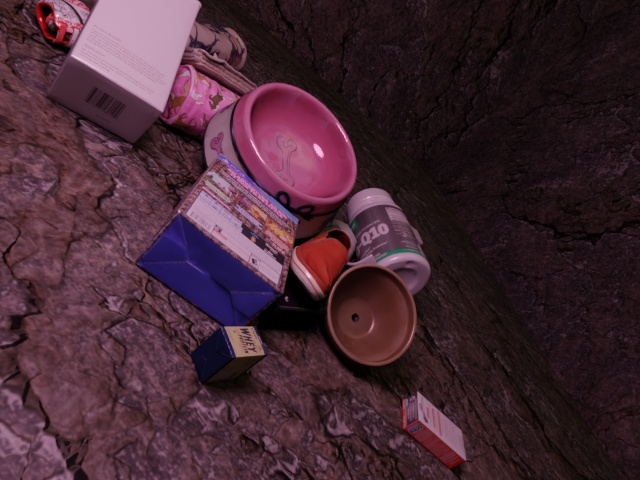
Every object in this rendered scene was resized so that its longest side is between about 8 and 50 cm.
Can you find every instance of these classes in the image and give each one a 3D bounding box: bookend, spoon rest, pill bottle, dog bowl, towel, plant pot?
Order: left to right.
[{"bbox_3d":[-0.320,-0.473,1.331,0.187,0.049,0.282,16,1,25],"label":"towel"},{"bbox_3d":[-0.085,0.110,1.030,0.156,0.072,0.157,17,38,-50],"label":"bookend"},{"bbox_3d":[-0.079,-0.214,1.194,0.407,0.150,0.409,21,55,-32],"label":"dog bowl"},{"bbox_3d":[0.079,0.022,1.413,0.137,0.084,0.276,62,-4,-29],"label":"spoon rest"},{"bbox_3d":[0.104,0.182,1.141,0.237,0.109,0.238,7,73,-22],"label":"plant pot"},{"bbox_3d":[0.203,0.003,1.535,0.204,0.204,0.361,31,28,-34],"label":"pill bottle"}]

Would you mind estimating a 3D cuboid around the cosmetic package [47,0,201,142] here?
[{"bbox_3d":[-0.414,-0.429,1.036,0.196,0.155,0.366,30,51,-33],"label":"cosmetic package"}]

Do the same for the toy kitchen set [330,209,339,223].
[{"bbox_3d":[-0.049,-0.054,1.345,0.206,0.122,0.166,13,36,-21],"label":"toy kitchen set"}]

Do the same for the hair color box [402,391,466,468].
[{"bbox_3d":[0.272,0.455,1.135,0.167,0.053,0.093,44,24,-12],"label":"hair color box"}]

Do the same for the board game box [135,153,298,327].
[{"bbox_3d":[-0.186,-0.005,0.947,0.232,0.141,0.291,40,24,-17],"label":"board game box"}]

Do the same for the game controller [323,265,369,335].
[{"bbox_3d":[0.104,0.177,1.264,0.319,0.067,0.166,45,23,-6],"label":"game controller"}]

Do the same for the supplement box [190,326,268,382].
[{"bbox_3d":[-0.150,0.187,0.780,0.083,0.083,0.056,14,41,-54],"label":"supplement box"}]

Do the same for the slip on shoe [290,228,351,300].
[{"bbox_3d":[0.009,0.041,1.087,0.123,0.101,0.331,54,16,-4],"label":"slip on shoe"}]

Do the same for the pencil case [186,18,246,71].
[{"bbox_3d":[-0.415,-0.659,1.557,0.183,0.160,0.410,41,22,9],"label":"pencil case"}]

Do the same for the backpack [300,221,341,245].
[{"bbox_3d":[0.000,0.000,1.317,0.084,0.105,0.114,49,29,23],"label":"backpack"}]

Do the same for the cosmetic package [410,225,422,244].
[{"bbox_3d":[0.279,-0.029,1.832,0.231,0.117,0.086,31,29,-32],"label":"cosmetic package"}]

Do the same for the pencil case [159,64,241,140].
[{"bbox_3d":[-0.265,-0.345,1.325,0.386,0.160,0.167,14,35,-51],"label":"pencil case"}]

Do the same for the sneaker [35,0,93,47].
[{"bbox_3d":[-0.541,-0.449,1.106,0.270,0.090,0.145,52,32,0],"label":"sneaker"}]

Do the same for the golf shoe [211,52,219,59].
[{"bbox_3d":[-0.388,-0.538,1.454,0.176,0.069,0.086,-17,97,-37],"label":"golf shoe"}]
